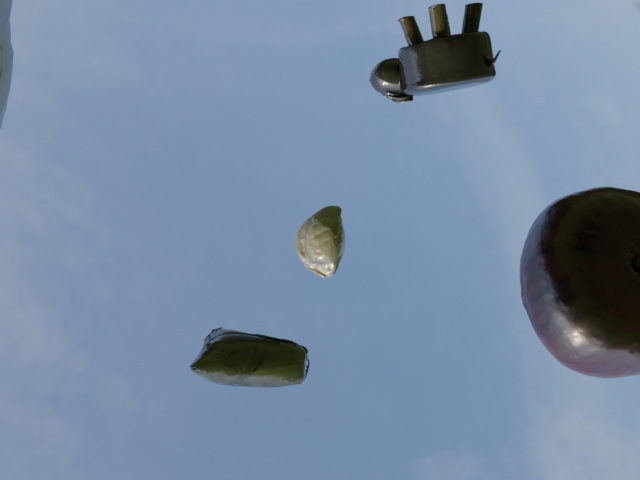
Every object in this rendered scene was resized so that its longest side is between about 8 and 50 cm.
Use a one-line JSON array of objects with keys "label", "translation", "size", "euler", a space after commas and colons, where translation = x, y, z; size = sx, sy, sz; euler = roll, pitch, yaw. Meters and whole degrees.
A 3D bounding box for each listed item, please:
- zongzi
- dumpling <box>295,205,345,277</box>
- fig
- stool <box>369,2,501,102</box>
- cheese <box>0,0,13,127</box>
[{"label": "zongzi", "translation": [-0.062, 0.115, 0.754], "size": [0.104, 0.113, 0.052], "euler": [7, -90, 0]}, {"label": "dumpling", "translation": [-0.001, 0.001, 0.931], "size": [0.043, 0.060, 0.077], "euler": [-29, -58, -61]}, {"label": "fig", "translation": [0.348, 0.054, 0.997], "size": [0.235, 0.214, 0.234], "euler": [0, -91, -25]}, {"label": "stool", "translation": [0.185, -0.312, 1.369], "size": [0.153, 0.228, 0.139], "euler": [-31, -68, -75]}, {"label": "cheese", "translation": [-0.335, -0.028, 0.552], "size": [0.130, 0.328, 0.350], "euler": [26, -121, -4]}]
